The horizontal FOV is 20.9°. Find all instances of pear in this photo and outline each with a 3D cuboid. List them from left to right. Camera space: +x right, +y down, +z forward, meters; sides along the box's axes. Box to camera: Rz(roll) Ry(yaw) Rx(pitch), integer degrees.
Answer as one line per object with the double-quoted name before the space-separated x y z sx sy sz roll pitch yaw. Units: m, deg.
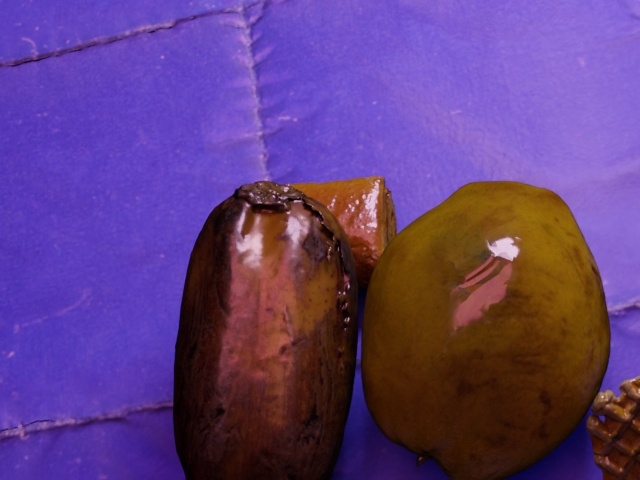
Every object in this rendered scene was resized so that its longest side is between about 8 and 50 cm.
"pear" 0.173 0.095 1.834 0.269 0.269 0.321 20 81 21

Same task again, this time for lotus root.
"lotus root" -0.061 0.135 1.869 0.195 0.179 0.398 6 90 19

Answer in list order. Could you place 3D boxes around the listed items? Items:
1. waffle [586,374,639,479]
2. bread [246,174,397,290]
"waffle" 0.366 0.214 1.784 0.169 0.183 0.036 -14 20 12
"bread" 0.000 0.000 1.994 0.172 0.103 0.132 -5 71 12
